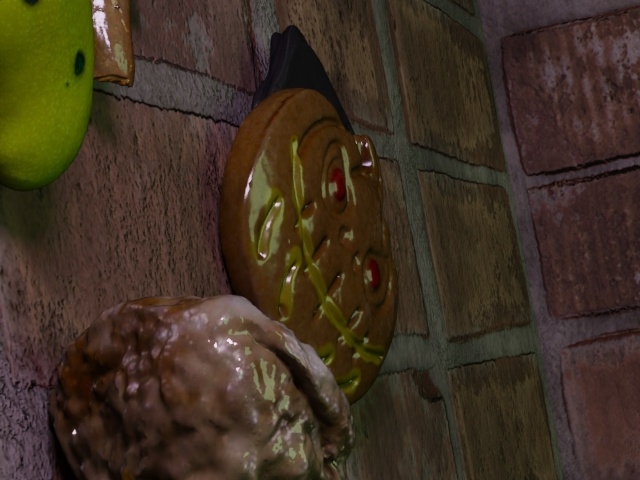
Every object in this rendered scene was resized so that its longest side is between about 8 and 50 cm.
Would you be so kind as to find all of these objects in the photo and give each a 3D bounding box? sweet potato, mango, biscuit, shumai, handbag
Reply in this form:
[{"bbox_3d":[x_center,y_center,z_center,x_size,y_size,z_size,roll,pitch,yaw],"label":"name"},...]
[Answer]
[{"bbox_3d":[-0.225,-0.256,1.525,0.077,0.077,0.243,36,40,-63],"label":"sweet potato"},{"bbox_3d":[-0.257,-0.184,1.290,0.175,0.143,0.293,-62,146,-59],"label":"mango"},{"bbox_3d":[0.008,-0.001,1.907,0.394,0.070,0.350,62,40,-38],"label":"biscuit"},{"bbox_3d":[-0.124,0.208,1.279,0.314,0.267,0.262,114,-1,-52],"label":"shumai"},{"bbox_3d":[-0.006,-0.106,2.041,0.191,0.075,0.332,-79,152,-44],"label":"handbag"}]
